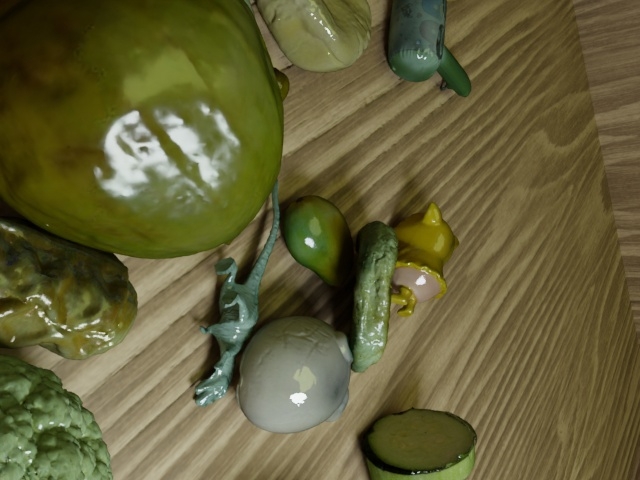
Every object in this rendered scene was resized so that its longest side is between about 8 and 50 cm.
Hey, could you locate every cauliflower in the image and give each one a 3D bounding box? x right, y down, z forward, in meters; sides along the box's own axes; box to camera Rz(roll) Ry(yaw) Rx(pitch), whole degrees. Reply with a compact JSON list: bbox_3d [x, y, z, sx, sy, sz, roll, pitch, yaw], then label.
[{"bbox_3d":[-0.332,0.234,0.548,0.250,0.275,0.272,-29,152,-9],"label":"cauliflower"}]

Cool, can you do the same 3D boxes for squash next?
[{"bbox_3d":[0.195,0.422,1.140,0.220,0.220,0.133,-21,102,-48],"label":"squash"}]

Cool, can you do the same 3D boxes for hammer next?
[{"bbox_3d":[0.264,-0.416,1.351,0.336,0.119,0.206,26,69,-53],"label":"hammer"}]

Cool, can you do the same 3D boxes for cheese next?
[{"bbox_3d":[-0.003,-0.408,1.028,0.226,0.117,0.213,53,45,-28],"label":"cheese"}]

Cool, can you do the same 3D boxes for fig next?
[{"bbox_3d":[-0.093,-0.235,0.948,0.074,0.074,0.087,29,93,-45],"label":"fig"},{"bbox_3d":[-0.192,-0.135,0.651,0.344,0.344,0.342,3,86,-49],"label":"fig"}]

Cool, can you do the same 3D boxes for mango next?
[{"bbox_3d":[0.000,-0.004,1.039,0.191,0.086,0.122,47,44,-52],"label":"mango"}]

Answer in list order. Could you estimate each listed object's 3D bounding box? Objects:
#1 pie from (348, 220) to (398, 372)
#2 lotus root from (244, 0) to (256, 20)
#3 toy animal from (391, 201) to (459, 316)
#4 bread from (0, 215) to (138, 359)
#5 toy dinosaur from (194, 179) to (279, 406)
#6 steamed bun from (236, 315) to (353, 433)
[{"bbox_3d":[0.093,0.098,1.059,0.277,0.079,0.276,4,90,-86],"label":"pie"},{"bbox_3d":[-0.174,-0.312,0.816,0.138,0.119,0.234,-41,116,-43],"label":"lotus root"},{"bbox_3d":[0.205,0.044,1.229,0.156,0.156,0.229,47,58,-38],"label":"toy animal"},{"bbox_3d":[-0.314,0.042,0.620,0.268,0.130,0.152,28,34,-47],"label":"bread"},{"bbox_3d":[-0.116,0.057,0.889,0.129,0.076,0.382,68,40,-69],"label":"toy dinosaur"},{"bbox_3d":[-0.023,0.209,0.932,0.228,0.131,0.177,8,91,-62],"label":"steamed bun"}]
